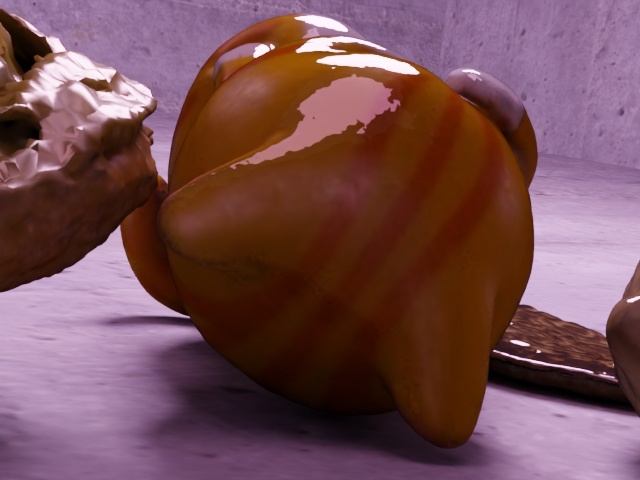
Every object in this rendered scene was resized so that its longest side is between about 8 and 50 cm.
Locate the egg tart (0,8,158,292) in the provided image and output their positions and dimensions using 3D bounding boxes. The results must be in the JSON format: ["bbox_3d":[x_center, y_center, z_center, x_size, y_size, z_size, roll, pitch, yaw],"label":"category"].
[{"bbox_3d":[-0.202,-0.035,0.594,0.294,0.123,0.294,-9,11,2],"label":"egg tart"}]

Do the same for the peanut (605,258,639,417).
[{"bbox_3d":[0.205,0.028,0.708,0.124,0.123,0.257,11,18,30],"label":"peanut"}]

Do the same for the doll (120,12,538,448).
[{"bbox_3d":[0.007,-0.016,0.724,0.167,0.162,0.269,27,-1,-7],"label":"doll"}]

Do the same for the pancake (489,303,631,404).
[{"bbox_3d":[0.140,0.057,0.835,0.184,0.020,0.190,6,8,-6],"label":"pancake"}]
